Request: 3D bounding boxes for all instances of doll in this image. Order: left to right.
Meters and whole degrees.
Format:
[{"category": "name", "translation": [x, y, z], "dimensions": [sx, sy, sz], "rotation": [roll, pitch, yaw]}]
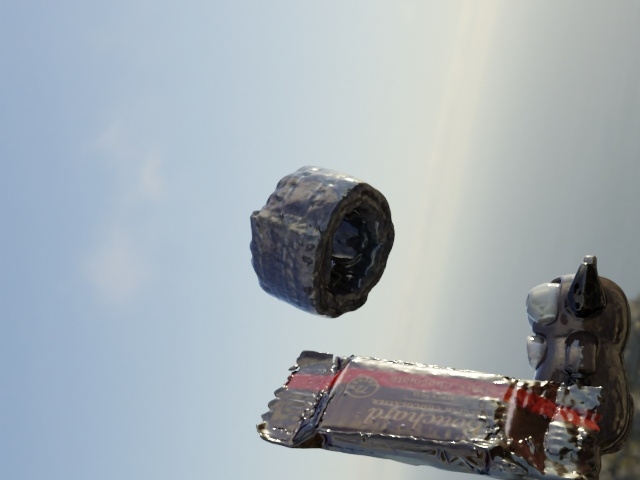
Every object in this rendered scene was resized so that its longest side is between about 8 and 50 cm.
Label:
[{"category": "doll", "translation": [0.293, 0.142, 1.524], "dimensions": [0.182, 0.117, 0.257], "rotation": [55, -146, -72]}]

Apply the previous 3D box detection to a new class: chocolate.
[{"category": "chocolate", "translation": [0.059, 0.096, 0.733], "dimensions": [0.086, 0.182, 0.028], "rotation": [-63, -30, -51]}]

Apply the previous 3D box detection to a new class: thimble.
[{"category": "thimble", "translation": [0.001, 0.002, 1.405], "dimensions": [0.150, 0.098, 0.150], "rotation": [-28, -51, -43]}]
